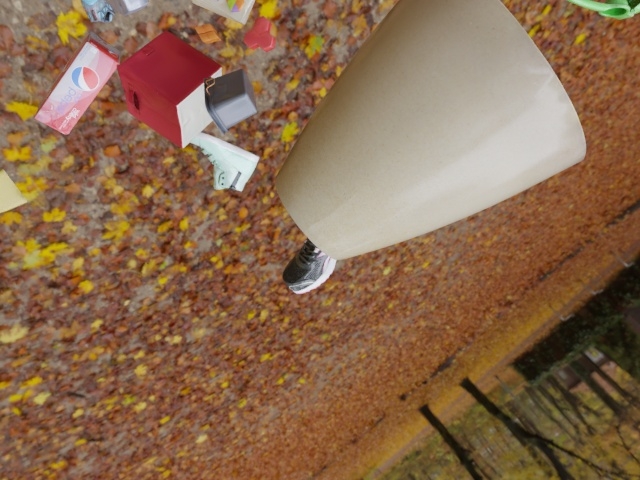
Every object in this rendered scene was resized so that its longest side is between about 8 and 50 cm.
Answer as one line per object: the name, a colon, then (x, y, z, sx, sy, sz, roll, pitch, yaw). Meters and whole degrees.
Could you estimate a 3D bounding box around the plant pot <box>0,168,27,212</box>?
plant pot: (-0.691, -0.096, 1.036, 0.083, 0.081, 0.081, -38, 117, -26)

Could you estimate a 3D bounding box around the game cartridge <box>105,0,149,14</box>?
game cartridge: (-0.439, -0.565, 0.981, 0.060, 0.294, 0.196, -30, 136, -17)

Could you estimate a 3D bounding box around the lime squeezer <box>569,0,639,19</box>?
lime squeezer: (0.618, -0.505, 0.994, 0.310, 0.059, 0.110, -32, 128, -16)

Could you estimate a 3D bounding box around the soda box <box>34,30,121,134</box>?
soda box: (-0.633, -0.406, 1.273, 0.263, 0.083, 0.092, -43, 131, 20)

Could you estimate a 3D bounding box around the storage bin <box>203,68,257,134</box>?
storage bin: (-0.195, -0.315, 1.060, 0.091, 0.135, 0.098, -22, 139, 9)

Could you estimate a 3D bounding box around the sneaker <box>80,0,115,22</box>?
sneaker: (-0.754, -0.812, 1.666, 0.104, 0.262, 0.125, -3, 125, 0)

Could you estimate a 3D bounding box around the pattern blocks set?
pattern blocks set: (-0.222, -0.616, 1.176, 0.026, 0.324, 0.285, -11, 120, -70)

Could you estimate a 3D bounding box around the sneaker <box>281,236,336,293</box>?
sneaker: (0.000, 0.000, 0.777, 0.178, 0.072, 0.077, -48, 144, -10)

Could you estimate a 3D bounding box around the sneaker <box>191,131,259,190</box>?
sneaker: (-0.334, -0.242, 1.512, 0.256, 0.094, 0.151, 22, 97, -15)

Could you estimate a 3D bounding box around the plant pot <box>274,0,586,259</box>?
plant pot: (0.091, -0.106, 0.552, 0.274, 0.256, 0.256, -38, 154, 14)

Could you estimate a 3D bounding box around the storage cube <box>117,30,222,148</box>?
storage cube: (-0.396, -0.410, 1.330, 0.215, 0.193, 0.184, -52, 172, -27)
